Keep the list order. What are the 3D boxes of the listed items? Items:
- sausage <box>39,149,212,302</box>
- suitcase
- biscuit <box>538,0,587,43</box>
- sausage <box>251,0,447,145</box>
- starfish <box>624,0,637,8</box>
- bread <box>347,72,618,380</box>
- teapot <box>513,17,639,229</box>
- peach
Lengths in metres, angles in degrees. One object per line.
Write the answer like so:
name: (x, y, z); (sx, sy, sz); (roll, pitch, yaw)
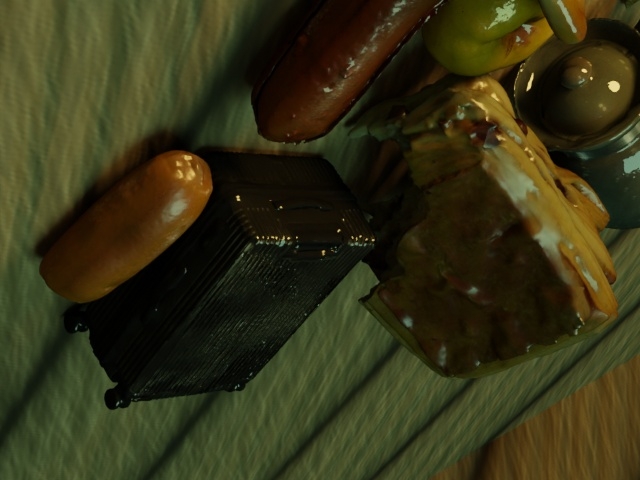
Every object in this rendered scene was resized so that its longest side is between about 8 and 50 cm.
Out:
sausage: (-0.210, -0.014, 1.411); (0.238, 0.098, 0.098); (-40, 153, 23)
suitcase: (-0.121, 0.046, 1.556); (0.230, 0.152, 0.335); (-2, 141, -48)
biscuit: (0.210, -0.294, 1.239); (0.047, 0.164, 0.208); (7, 175, 35)
sausage: (0.040, -0.221, 1.287); (0.102, 0.102, 0.330); (2, 140, -49)
starfish: (0.517, -0.397, 1.511); (0.347, 0.078, 0.358); (-34, 155, 2)
bread: (0.179, -0.026, 1.579); (0.314, 0.370, 0.191); (-24, -158, 41)
teapot: (0.394, -0.172, 1.616); (0.305, 0.223, 0.285); (-23, 151, 22)
peach: (0.191, -0.254, 1.381); (0.179, 0.103, 0.179); (-26, 158, -11)
